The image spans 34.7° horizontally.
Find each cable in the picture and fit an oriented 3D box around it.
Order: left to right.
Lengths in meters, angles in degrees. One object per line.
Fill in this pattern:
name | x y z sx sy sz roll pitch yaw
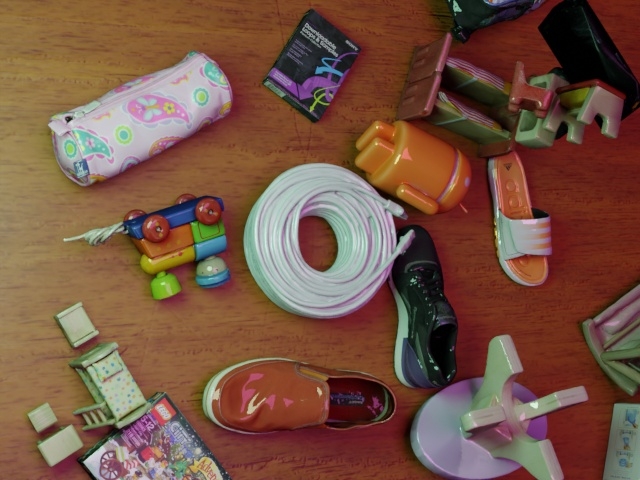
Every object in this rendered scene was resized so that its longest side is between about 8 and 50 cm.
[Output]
cable | 0.000 0.000 1.682 0.257 0.089 0.257 40 69 -16

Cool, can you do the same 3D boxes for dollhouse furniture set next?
dollhouse furniture set | -0.362 0.205 1.471 0.161 0.101 0.182 -32 98 -26
dollhouse furniture set | 0.313 -0.255 1.710 0.201 0.374 0.152 21 79 -24

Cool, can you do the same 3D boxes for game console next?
game console | 0.430 -0.273 1.780 0.044 0.361 0.213 -29 84 -11

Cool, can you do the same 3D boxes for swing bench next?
swing bench | 0.676 0.175 1.900 0.253 0.255 0.165 -32 109 -20

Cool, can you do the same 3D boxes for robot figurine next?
robot figurine | 0.167 -0.126 1.757 0.219 0.158 0.128 25 96 -21

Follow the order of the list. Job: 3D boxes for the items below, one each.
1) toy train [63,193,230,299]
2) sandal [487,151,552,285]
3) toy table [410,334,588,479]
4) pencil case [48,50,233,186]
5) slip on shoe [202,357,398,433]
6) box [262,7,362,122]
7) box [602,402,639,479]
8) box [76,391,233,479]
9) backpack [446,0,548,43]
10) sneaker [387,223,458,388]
toy train | -0.255 0.027 1.555 0.248 0.105 0.143 -20 106 -27
sandal | 0.369 -0.046 1.873 0.102 0.076 0.265 -13 90 -26
toy table | 0.307 0.303 1.729 0.274 0.161 0.252 -20 76 -33
pencil case | -0.273 -0.187 1.552 0.284 0.124 0.124 -30 97 -27
slip on shoe | -0.025 0.252 1.632 0.331 0.101 0.123 7 83 -24
box | -0.013 -0.299 1.745 0.116 0.029 0.162 35 69 -18
box | 0.611 0.418 1.919 0.114 0.103 0.203 19 76 -22
box | -0.232 0.368 1.547 0.159 0.044 0.233 -40 102 -24
backpack | 0.335 -0.527 1.854 0.263 0.213 0.276 -20 90 -37
sneaker | 0.191 0.109 1.741 0.107 0.124 0.283 -2 85 -27
